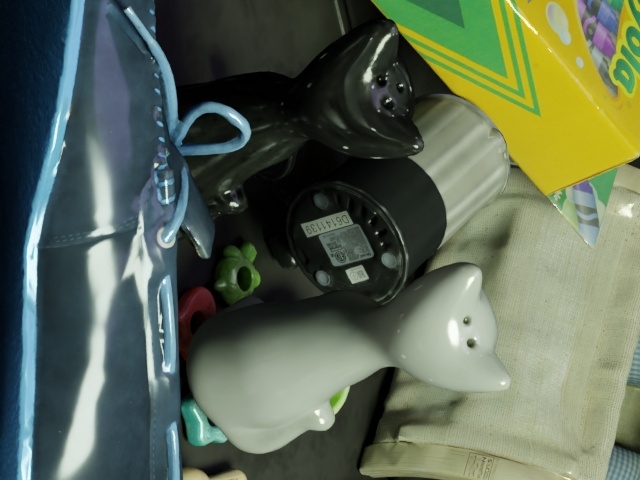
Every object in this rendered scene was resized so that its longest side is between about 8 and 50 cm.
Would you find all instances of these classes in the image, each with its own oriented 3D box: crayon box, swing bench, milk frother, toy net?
[{"bbox_3d":[0.132,-0.179,1.285,0.323,0.083,0.203,47,43,-23],"label":"crayon box"},{"bbox_3d":[0.181,0.099,1.403,0.254,0.165,0.253,44,55,-45],"label":"swing bench"},{"bbox_3d":[0.024,-0.054,1.216,0.135,0.129,0.143,-41,126,-47],"label":"milk frother"},{"bbox_3d":[-0.062,0.110,1.157,0.232,0.045,0.122,-57,133,-39],"label":"toy net"}]

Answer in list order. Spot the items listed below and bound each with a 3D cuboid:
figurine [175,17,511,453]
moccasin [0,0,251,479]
[{"bbox_3d":[0.000,0.000,1.071,0.092,0.209,0.215,-27,99,-43],"label":"figurine"},{"bbox_3d":[-0.114,-0.008,1.017,0.117,0.137,0.342,1,101,-30],"label":"moccasin"}]
